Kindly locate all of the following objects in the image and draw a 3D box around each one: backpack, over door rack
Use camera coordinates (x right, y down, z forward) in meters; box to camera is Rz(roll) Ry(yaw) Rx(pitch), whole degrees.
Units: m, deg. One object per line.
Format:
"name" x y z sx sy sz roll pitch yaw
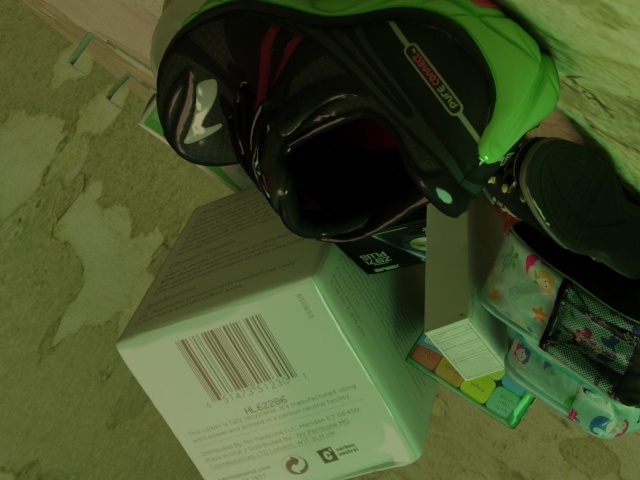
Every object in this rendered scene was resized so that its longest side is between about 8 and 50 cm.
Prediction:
"backpack" 0.298 0.082 1.386 0.253 0.191 0.225 40 -153 32
"over door rack" -0.170 -0.210 1.848 0.324 0.108 0.239 22 175 8

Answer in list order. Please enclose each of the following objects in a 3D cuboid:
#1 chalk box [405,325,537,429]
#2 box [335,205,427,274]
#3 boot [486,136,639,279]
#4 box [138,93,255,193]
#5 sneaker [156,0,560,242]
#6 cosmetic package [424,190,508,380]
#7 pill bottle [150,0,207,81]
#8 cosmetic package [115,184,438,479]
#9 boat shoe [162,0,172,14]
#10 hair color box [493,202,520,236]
"chalk box" 0.247 0.125 1.778 0.180 0.179 0.289 34 -161 10
"box" 0.118 -0.029 1.691 0.180 0.077 0.147 -13 157 17
"boot" 0.215 -0.050 1.262 0.236 0.085 0.179 31 -179 -44
"box" -0.151 -0.184 2.135 0.262 0.126 0.231 35 -169 -12
"sneaker" -0.018 -0.107 1.143 0.185 0.202 0.483 40 159 -30
"cosmetic package" 0.166 0.035 1.490 0.099 0.060 0.239 51 -150 -36
"pill bottle" -0.051 -0.166 1.492 0.169 0.169 0.301 32 175 34
"cosmetic package" -0.031 0.121 1.911 0.327 0.330 0.393 59 -153 -22
"boat shoe" -0.146 -0.262 1.588 0.089 0.104 0.285 34 178 12
"hair color box" 0.292 0.010 1.622 0.167 0.053 0.093 31 174 26
